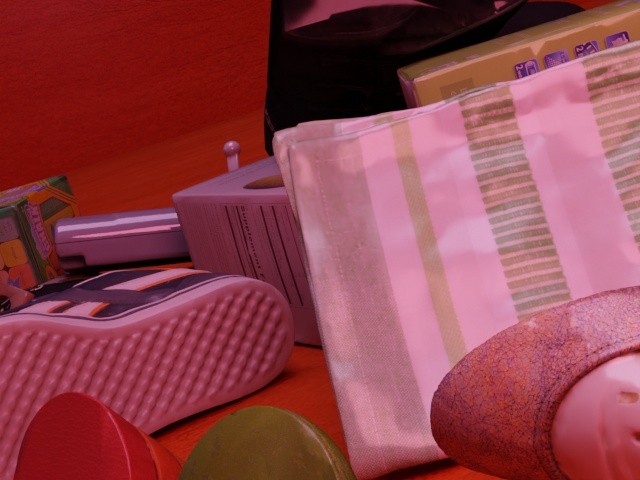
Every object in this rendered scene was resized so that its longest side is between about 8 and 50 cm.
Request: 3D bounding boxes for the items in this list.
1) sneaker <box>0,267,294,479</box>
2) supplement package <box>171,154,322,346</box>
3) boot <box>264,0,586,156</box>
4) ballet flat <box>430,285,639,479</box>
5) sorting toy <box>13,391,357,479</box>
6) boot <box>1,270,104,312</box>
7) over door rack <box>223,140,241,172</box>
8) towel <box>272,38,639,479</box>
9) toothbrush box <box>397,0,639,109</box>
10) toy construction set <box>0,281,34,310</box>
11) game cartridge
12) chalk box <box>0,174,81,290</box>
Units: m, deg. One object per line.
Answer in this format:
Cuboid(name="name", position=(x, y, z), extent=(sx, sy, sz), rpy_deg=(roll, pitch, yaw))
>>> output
Cuboid(name="sneaker", position=(-0.182, 0.098, 1.112), extent=(0.321, 0.126, 0.127), rpy_deg=(-12, 10, -34))
Cuboid(name="supplement package", position=(0.000, 0.000, 1.281), extent=(0.139, 0.134, 0.244), rpy_deg=(-24, 13, -28))
Cuboid(name="boot", position=(0.125, -0.188, 1.309), extent=(0.367, 0.146, 0.445), rpy_deg=(-18, -12, -7))
Cuboid(name="ballet flat", position=(0.204, 0.072, 0.717), extent=(0.316, 0.108, 0.106), rpy_deg=(-16, 24, 11))
Cuboid(name="sorting toy", position=(-0.008, 0.148, 0.738), extent=(0.126, 0.127, 0.365), rpy_deg=(13, -10, -43))
Cuboid(name="boot", position=(-0.239, 0.085, 1.356), extent=(0.236, 0.085, 0.178), rpy_deg=(-24, 15, -38))
Cuboid(name="over door rack", position=(0.014, -0.109, 1.874), extent=(0.239, 0.108, 0.324), rpy_deg=(-13, 12, 17))
Cuboid(name="towel", position=(0.149, -0.008, 0.922), extent=(0.324, 0.248, 0.038), rpy_deg=(-14, -31, 0))
Cuboid(name="toothbrush box", position=(0.219, -0.061, 1.065), extent=(0.283, 0.206, 0.122), rpy_deg=(-18, 10, 2))
Cuboid(name="toy construction set", position=(-0.383, 0.086, 1.238), extent=(0.308, 0.258, 0.237), rpy_deg=(-10, -10, 13))
Cuboid(name="game cartridge", position=(-0.170, -0.001, 1.560), extent=(0.198, 0.062, 0.297), rpy_deg=(-10, -1, -8))
Cuboid(name="chalk box", position=(-0.367, 0.020, 1.756), extent=(0.132, 0.132, 0.213), rpy_deg=(-14, 12, 14))
